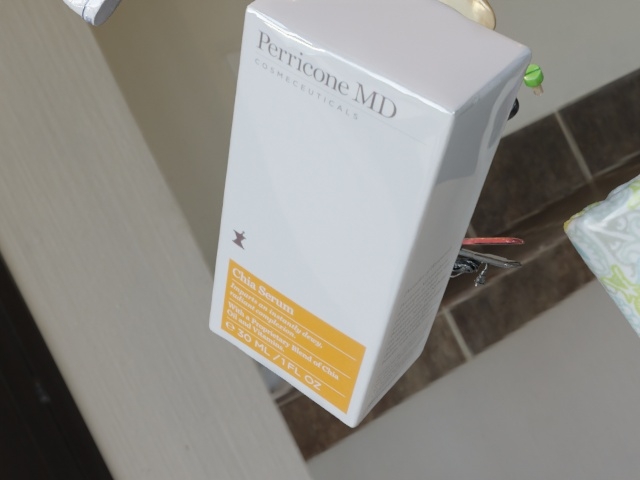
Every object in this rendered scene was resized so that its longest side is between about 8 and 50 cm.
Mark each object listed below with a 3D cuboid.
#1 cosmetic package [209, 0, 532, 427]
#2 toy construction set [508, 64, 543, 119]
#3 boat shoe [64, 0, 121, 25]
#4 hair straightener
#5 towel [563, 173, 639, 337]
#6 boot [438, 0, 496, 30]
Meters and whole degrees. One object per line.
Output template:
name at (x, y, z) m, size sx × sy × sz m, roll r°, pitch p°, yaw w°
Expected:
cosmetic package at (0.029, -0.034, 0.980) m, size 0.161 × 0.230 × 0.453 m, roll -40°, pitch -27°, yaw -41°
toy construction set at (0.188, -0.324, 1.633) m, size 0.257 × 0.309 × 0.237 m, roll -43°, pitch -38°, yaw 0°
boat shoe at (-0.332, -0.482, 1.511) m, size 0.258 × 0.084 × 0.095 m, roll -55°, pitch -1°, yaw -4°
hair straightener at (0.269, 0.037, 1.638) m, size 0.047 × 0.089 × 0.230 m, roll 2°, pitch 0°, yaw -37°
towel at (0.532, 0.008, 1.068) m, size 0.374 × 0.320 × 0.090 m, roll -36°, pitch -3°, yaw 18°
boot at (0.304, -0.521, 1.870) m, size 0.211 × 0.295 × 0.104 m, roll -21°, pitch -39°, yaw -37°
